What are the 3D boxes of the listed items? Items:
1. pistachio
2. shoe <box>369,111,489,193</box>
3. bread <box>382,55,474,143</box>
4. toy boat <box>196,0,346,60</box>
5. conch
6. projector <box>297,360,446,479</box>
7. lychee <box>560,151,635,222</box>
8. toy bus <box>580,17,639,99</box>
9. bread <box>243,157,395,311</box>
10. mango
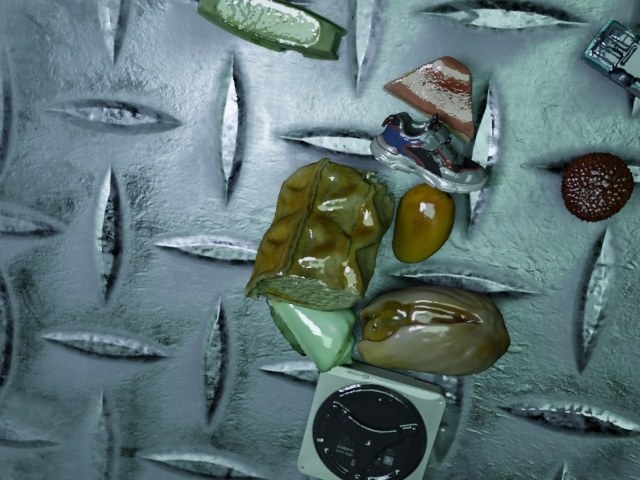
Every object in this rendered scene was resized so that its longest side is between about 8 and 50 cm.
[{"bbox_3d":[0.213,0.175,1.247,0.287,0.197,0.166,-1,58,20],"label":"pistachio"},{"bbox_3d":[0.208,-0.174,1.189,0.227,0.099,0.126,21,119,9],"label":"shoe"},{"bbox_3d":[0.223,-0.274,1.194,0.192,0.067,0.119,34,114,2],"label":"bread"},{"bbox_3d":[-0.100,-0.410,1.226,0.292,0.055,0.093,19,101,5],"label":"toy boat"},{"bbox_3d":[-0.034,0.156,1.294,0.250,0.143,0.137,31,88,18],"label":"conch"},{"bbox_3d":[0.101,0.392,1.338,0.257,0.079,0.259,15,105,5],"label":"projector"},{"bbox_3d":[0.490,-0.091,1.162,0.123,0.129,0.123,10,140,9],"label":"lychee"},{"bbox_3d":[0.576,-0.275,1.118,0.261,0.109,0.091,37,106,2],"label":"toy bus"},{"bbox_3d":[0.004,-0.002,1.178,0.238,0.196,0.252,11,65,3],"label":"bread"},{"bbox_3d":[0.196,-0.030,1.239,0.111,0.089,0.163,12,113,18],"label":"mango"}]
